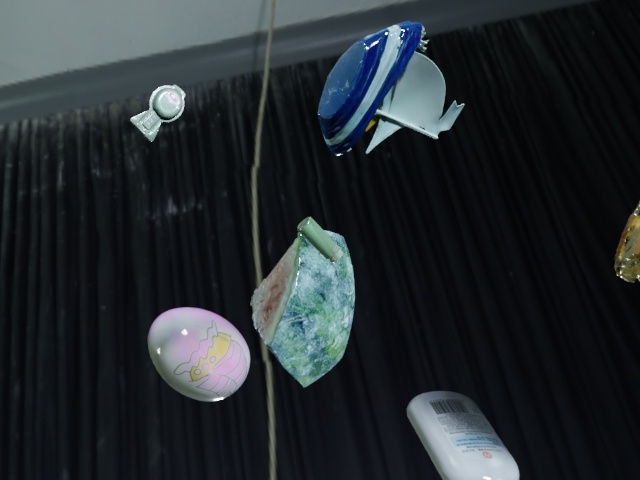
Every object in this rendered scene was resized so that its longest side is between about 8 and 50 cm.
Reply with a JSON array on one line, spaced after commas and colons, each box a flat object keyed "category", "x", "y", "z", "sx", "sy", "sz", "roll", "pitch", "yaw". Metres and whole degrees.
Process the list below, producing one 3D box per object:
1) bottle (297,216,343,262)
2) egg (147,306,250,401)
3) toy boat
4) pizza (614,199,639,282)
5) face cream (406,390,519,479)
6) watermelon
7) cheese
[{"category": "bottle", "x": 0.000, "y": 0.000, "z": 1.308, "sx": 0.030, "sy": 0.030, "sz": 0.083, "roll": -34, "pitch": 109, "yaw": 30}, {"category": "egg", "x": -0.269, "y": 0.249, "z": 1.802, "sx": 0.196, "sy": 0.196, "sz": 0.271, "roll": -16, "pitch": 145, "yaw": 7}, {"category": "toy boat", "x": 0.129, "y": -0.202, "z": 1.205, "sx": 0.291, "sy": 0.067, "sz": 0.220, "roll": 12, "pitch": 116, "yaw": -46}, {"category": "pizza", "x": 0.664, "y": -0.049, "z": 1.119, "sx": 0.440, "sy": 0.406, "sz": 0.130, "roll": -50, "pitch": 127, "yaw": 2}, {"category": "face cream", "x": 0.290, "y": 0.417, "z": 1.534, "sx": 0.163, "sy": 0.336, "sz": 0.080, "roll": 5, "pitch": 117, "yaw": -22}, {"category": "watermelon", "x": -0.064, "y": 0.161, "z": 2.012, "sx": 0.228, "sy": 0.387, "sz": 0.258, "roll": 16, "pitch": 170, "yaw": -38}, {"category": "cheese", "x": -0.306, "y": -0.251, "z": 1.556, "sx": 0.067, "sy": 0.120, "sz": 0.026, "roll": 47, "pitch": 158, "yaw": -21}]
